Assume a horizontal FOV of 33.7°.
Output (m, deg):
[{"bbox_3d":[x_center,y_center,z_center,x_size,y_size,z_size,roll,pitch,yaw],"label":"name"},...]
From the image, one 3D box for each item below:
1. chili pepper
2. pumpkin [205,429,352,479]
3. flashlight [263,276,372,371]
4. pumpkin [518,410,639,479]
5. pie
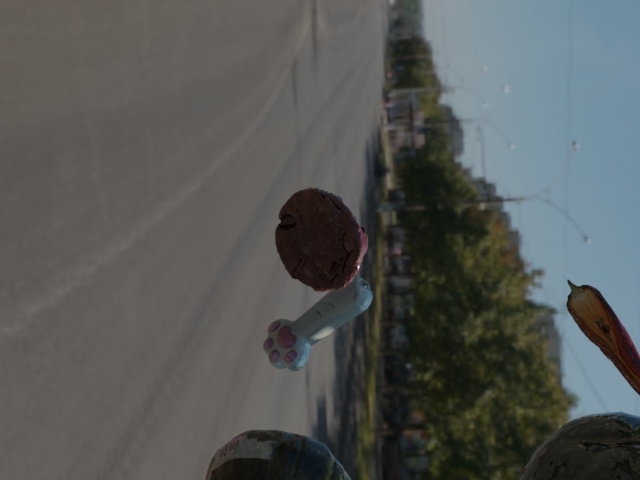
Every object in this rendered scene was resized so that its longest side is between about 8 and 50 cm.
[{"bbox_3d":[0.330,0.114,1.185,0.027,0.045,0.178,9,42,-49],"label":"chili pepper"},{"bbox_3d":[-0.060,0.419,1.751,0.189,0.260,0.260,-66,156,-47],"label":"pumpkin"},{"bbox_3d":[-0.005,0.128,1.671,0.047,0.200,0.093,40,16,-53],"label":"flashlight"},{"bbox_3d":[0.404,0.382,1.354,0.328,0.257,0.291,43,-9,34],"label":"pumpkin"},{"bbox_3d":[0.000,0.000,1.454,0.038,0.154,0.153,-17,107,-50],"label":"pie"}]
